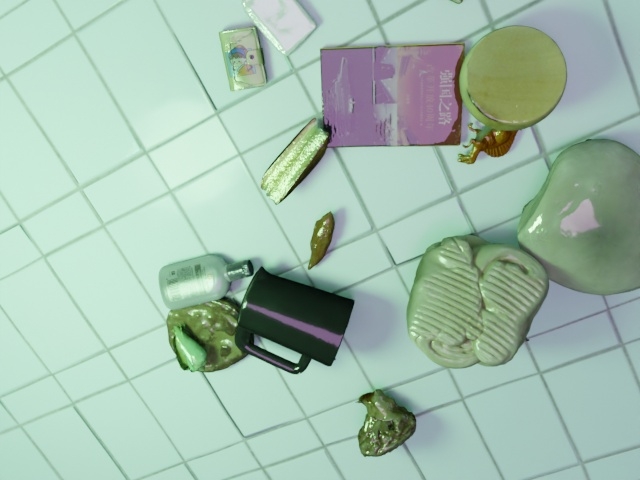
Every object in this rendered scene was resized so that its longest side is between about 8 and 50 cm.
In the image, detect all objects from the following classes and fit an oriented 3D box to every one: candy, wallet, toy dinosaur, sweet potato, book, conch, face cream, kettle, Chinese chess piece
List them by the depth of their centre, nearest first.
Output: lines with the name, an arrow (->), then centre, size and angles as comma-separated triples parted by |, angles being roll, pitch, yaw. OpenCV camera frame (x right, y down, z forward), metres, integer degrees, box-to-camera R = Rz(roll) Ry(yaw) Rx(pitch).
Chinese chess piece -> 0.467, -0.394, 1.419 | 0.250, 0.097, 0.251 | 0, 92, 8
wallet -> -0.108, -0.579, 1.496 | 0.124, 0.032, 0.183 | -40, 99, 19
candy -> 0.739, -0.032, 1.515 | 0.427, 0.186, 0.386 | 34, 107, -10
toy dinosaur -> 0.469, -0.270, 1.522 | 0.212, 0.057, 0.142 | 0, 112, 8
book -> 0.186, -0.378, 1.535 | 0.373, 0.028, 0.263 | 0, 109, 8
wallet -> -0.204, -0.481, 1.541 | 0.110, 0.039, 0.155 | -6, 111, 11
sweet potato -> 0.000, 0.000, 1.689 | 0.068, 0.060, 0.206 | 34, 118, 35
kettle -> -0.080, 0.240, 1.729 | 0.308, 0.203, 0.262 | 20, 137, 3
face cream -> -0.345, 0.114, 1.757 | 0.291, 0.071, 0.144 | -16, 85, 11
conch -> -0.423, 0.346, 1.822 | 0.105, 0.079, 0.170 | -38, 84, 17

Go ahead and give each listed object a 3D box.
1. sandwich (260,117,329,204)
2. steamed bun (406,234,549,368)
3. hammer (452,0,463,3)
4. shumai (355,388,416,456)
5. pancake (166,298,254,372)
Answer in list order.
sandwich -> -0.064, -0.220, 1.593 | 0.094, 0.096, 0.258 | 42, 112, -2
steamed bun -> 0.410, 0.180, 1.597 | 0.342, 0.255, 0.368 | 27, 83, 16
hammer -> 0.349, -0.690, 1.387 | 0.158, 0.041, 0.226 | 21, 112, 0
shumai -> 0.184, 0.564, 1.826 | 0.206, 0.166, 0.176 | -32, 95, -8
pancake -> -0.351, 0.293, 1.848 | 0.294, 0.049, 0.295 | 4, 113, 9
